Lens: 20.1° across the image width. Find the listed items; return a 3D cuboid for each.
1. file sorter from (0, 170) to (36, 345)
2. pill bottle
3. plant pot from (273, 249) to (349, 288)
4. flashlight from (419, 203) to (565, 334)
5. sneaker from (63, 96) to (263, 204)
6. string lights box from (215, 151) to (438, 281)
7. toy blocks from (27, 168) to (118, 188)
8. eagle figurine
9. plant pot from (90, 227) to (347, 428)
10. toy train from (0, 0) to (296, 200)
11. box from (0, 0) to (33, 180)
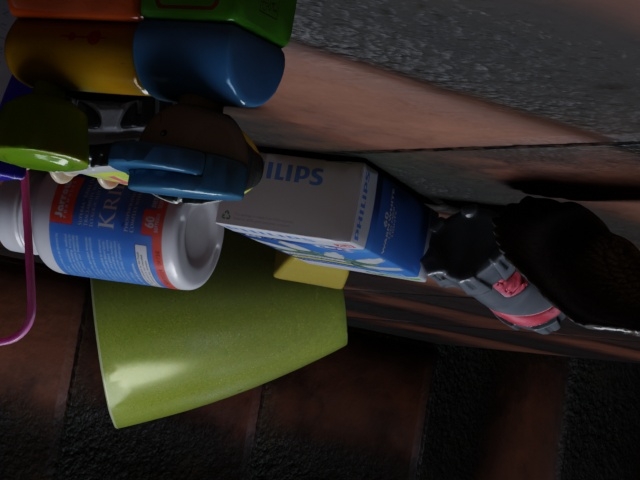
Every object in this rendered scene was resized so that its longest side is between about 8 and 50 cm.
[{"bbox_3d":[-0.393,-0.004,1.538,0.202,0.182,0.291,-10,168,19],"label":"file sorter"},{"bbox_3d":[-0.223,-0.020,1.880,0.222,0.124,0.124,6,174,22],"label":"pill bottle"},{"bbox_3d":[0.000,0.000,1.975,0.082,0.081,0.083,10,164,-10],"label":"plant pot"},{"bbox_3d":[0.196,0.027,1.874,0.103,0.103,0.304,12,171,20],"label":"flashlight"},{"bbox_3d":[-0.132,-0.078,1.455,0.209,0.081,0.094,14,-176,24],"label":"sneaker"},{"bbox_3d":[0.012,-0.023,1.707,0.133,0.076,0.260,9,174,20],"label":"string lights box"},{"bbox_3d":[-0.186,-0.076,1.616,0.148,0.054,0.123,7,174,22],"label":"toy blocks"},{"bbox_3d":[0.300,0.057,1.519,0.225,0.226,0.298,-11,-178,-34],"label":"eagle figurine"},{"bbox_3d":[-0.119,0.077,2.205,0.294,0.274,0.275,-6,175,-2],"label":"plant pot"},{"bbox_3d":[-0.128,-0.097,0.849,0.248,0.143,0.105,6,173,28],"label":"toy train"},{"bbox_3d":[-0.232,-0.106,1.021,0.137,0.126,0.072,12,172,-34],"label":"box"}]
